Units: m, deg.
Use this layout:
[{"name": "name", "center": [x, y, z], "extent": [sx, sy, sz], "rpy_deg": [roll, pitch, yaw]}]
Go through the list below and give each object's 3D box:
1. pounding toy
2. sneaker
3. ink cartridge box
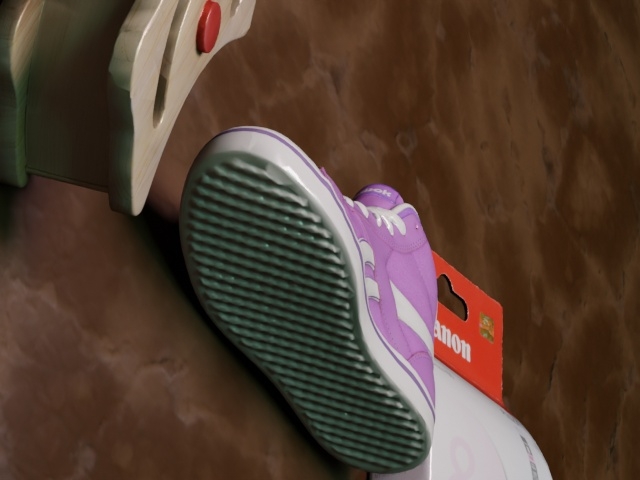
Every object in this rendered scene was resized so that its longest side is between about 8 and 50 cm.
[{"name": "pounding toy", "center": [-0.124, -0.148, 1.078], "extent": [0.154, 0.154, 0.269], "rpy_deg": [85, 21, -59]}, {"name": "sneaker", "center": [-0.001, 0.000, 1.222], "extent": [0.282, 0.102, 0.161], "rpy_deg": [64, 28, -44]}, {"name": "ink cartridge box", "center": [0.104, 0.117, 1.396], "extent": [0.189, 0.066, 0.232], "rpy_deg": [37, 53, -49]}]
